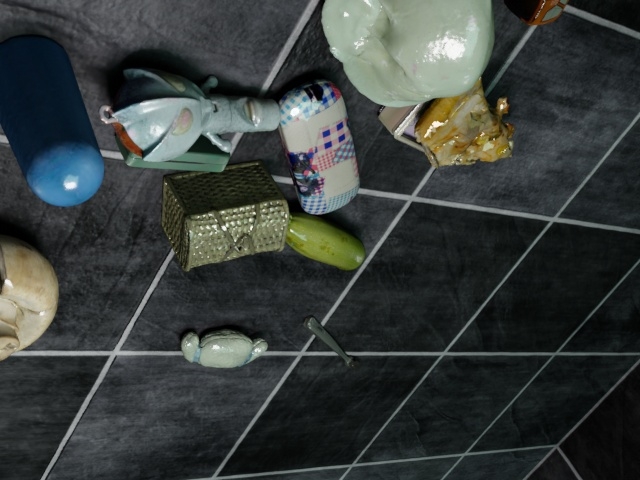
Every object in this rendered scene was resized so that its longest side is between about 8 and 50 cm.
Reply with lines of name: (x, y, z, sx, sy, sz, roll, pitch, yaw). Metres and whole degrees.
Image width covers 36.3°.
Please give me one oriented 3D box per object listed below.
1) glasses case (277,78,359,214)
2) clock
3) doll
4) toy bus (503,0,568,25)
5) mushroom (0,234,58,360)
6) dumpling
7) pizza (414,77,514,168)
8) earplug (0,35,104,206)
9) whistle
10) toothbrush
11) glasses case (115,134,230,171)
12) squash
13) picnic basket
glasses case: (-0.001, -0.165, 1.804, 0.125, 0.076, 0.327, -23, 143, -6)
clock: (0.223, -0.246, 1.876, 0.192, 0.071, 0.147, 18, 120, -46)
doll: (-0.213, 0.238, 2.124, 0.214, 0.071, 0.103, 6, 129, -35)
toy bus: (0.450, -0.558, 1.662, 0.092, 0.093, 0.409, -8, 138, -40)
mushroom: (-0.539, 0.118, 1.649, 0.253, 0.195, 0.189, -45, 146, 22)
dumpling: (0.165, -0.356, 1.614, 0.212, 0.270, 0.321, -39, 135, -53)
pizza: (0.287, -0.202, 1.853, 0.189, 0.071, 0.297, -42, 149, 7)
earplug: (-0.382, -0.156, 1.373, 0.132, 0.273, 0.132, -19, 142, -15)
whistle: (-0.210, -0.203, 1.573, 0.346, 0.142, 0.134, -7, 147, -47)
toothbrush: (0.029, 0.250, 2.352, 0.030, 0.030, 0.297, -56, 143, -11)
glasses case: (-0.246, -0.157, 1.636, 0.184, 0.078, 0.039, 1, 133, -36)
squash: (0.000, 0.000, 1.965, 0.094, 0.094, 0.341, -42, 148, 14)
picnic basket: (-0.172, -0.039, 1.763, 0.196, 0.154, 0.134, -12, 140, -26)
